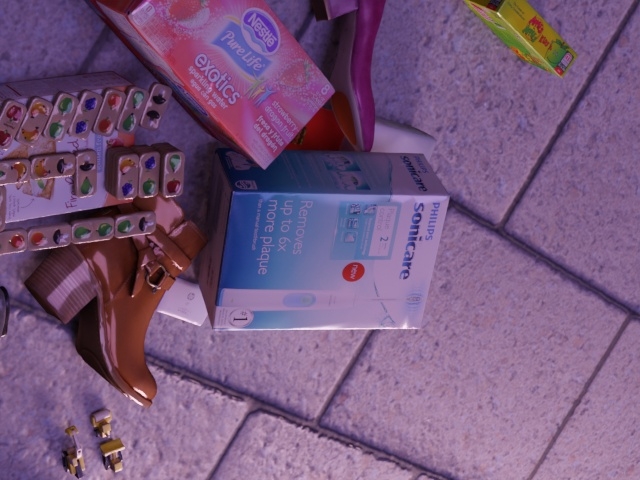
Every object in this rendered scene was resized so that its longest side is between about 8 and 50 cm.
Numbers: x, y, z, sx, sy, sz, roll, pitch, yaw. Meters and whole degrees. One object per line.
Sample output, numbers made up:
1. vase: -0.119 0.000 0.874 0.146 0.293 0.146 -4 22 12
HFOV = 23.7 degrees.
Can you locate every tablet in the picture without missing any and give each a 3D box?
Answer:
1. tablet: -0.183 0.083 2.092 0.083 0.006 0.054 23 97 -42

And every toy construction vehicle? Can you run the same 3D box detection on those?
1. toy construction vehicle: -0.307 0.285 2.081 0.086 0.035 0.098 -17 122 -29

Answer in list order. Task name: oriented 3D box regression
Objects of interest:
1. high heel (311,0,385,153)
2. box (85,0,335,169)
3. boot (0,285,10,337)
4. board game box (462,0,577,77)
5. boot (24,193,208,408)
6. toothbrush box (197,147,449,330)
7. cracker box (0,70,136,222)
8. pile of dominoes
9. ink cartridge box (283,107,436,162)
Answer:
1. high heel: 0.065 -0.243 2.044 0.117 0.082 0.244 -20 103 -24
2. box: -0.138 -0.245 1.858 0.142 0.154 0.300 -48 131 -7
3. boot: -0.449 0.064 1.844 0.161 0.083 0.247 -3 121 -42
4. board game box: 0.282 -0.307 2.182 0.181 0.092 0.043 36 89 -42
5. boot: -0.234 0.068 1.995 0.220 0.109 0.283 -44 124 -16
6. toothbrush box: 0.000 0.000 2.032 0.295 0.126 0.216 1 121 -18
7. cracker box: -0.339 -0.110 1.834 0.232 0.067 0.156 -11 118 -32
8. pile of dominoes: -0.280 -0.082 1.818 0.251 0.040 0.196 -10 116 -34
9. ink cartridge box: 0.017 -0.046 2.142 0.239 0.060 0.275 9 107 -41
